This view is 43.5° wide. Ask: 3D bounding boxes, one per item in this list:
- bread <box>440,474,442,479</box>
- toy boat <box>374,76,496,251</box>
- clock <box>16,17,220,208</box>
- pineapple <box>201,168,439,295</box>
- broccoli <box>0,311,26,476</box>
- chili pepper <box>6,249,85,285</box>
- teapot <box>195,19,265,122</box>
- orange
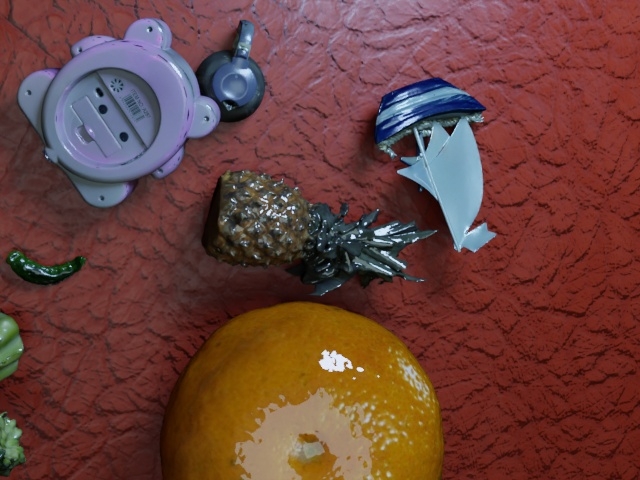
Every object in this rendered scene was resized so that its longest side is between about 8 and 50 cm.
[{"bbox_3d":[0.112,0.474,1.389,0.098,0.087,0.269,42,87,-11],"label":"bread"},{"bbox_3d":[0.182,-0.128,1.291,0.210,0.070,0.292,6,76,-21],"label":"toy boat"},{"bbox_3d":[-0.290,-0.189,1.175,0.247,0.090,0.228,-29,104,12],"label":"clock"},{"bbox_3d":[-0.001,0.003,1.266,0.364,0.165,0.166,17,94,-16],"label":"pineapple"},{"bbox_3d":[-0.575,0.214,1.110,0.317,0.338,0.277,6,127,-34],"label":"broccoli"},{"bbox_3d":[-0.424,0.046,1.238,0.117,0.035,0.056,5,114,-9],"label":"chili pepper"},{"bbox_3d":[-0.123,-0.249,1.223,0.111,0.108,0.149,42,88,-16],"label":"teapot"},{"bbox_3d":[-0.027,0.300,1.214,0.423,0.326,0.424,1,79,-7],"label":"orange"}]
